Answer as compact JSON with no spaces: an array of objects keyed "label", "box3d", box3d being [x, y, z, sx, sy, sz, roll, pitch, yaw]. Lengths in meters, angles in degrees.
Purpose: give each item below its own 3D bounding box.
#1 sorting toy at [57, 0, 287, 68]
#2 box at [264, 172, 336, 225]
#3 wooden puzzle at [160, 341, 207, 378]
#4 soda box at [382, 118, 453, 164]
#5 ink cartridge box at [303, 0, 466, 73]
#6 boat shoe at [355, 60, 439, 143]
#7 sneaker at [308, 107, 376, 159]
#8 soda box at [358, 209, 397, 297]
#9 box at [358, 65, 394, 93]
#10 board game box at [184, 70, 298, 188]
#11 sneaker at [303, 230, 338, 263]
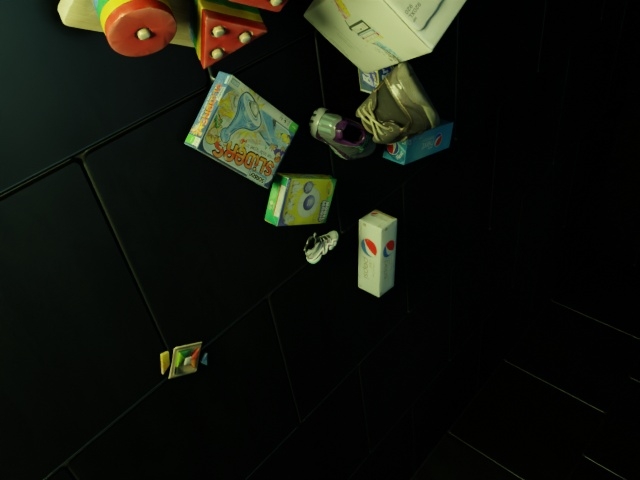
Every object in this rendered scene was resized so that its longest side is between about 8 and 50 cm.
[{"label":"sorting toy","box3d":[-0.155,-0.324,0.744,0.257,0.090,0.255,-9,160,-47]},{"label":"box","box3d":[-0.032,-0.086,1.223,0.179,0.043,0.105,-8,118,-51]},{"label":"wooden puzzle","box3d":[-0.266,0.238,1.150,0.116,0.014,0.079,-13,121,-48]},{"label":"soda box","box3d":[0.245,-0.252,1.450,0.210,0.067,0.071,-24,130,-42]},{"label":"ink cartridge box","box3d":[0.117,-0.421,0.996,0.168,0.232,0.171,37,80,-23]},{"label":"boat shoe","box3d":[0.148,-0.245,1.155,0.130,0.132,0.355,-31,175,8]},{"label":"sneaker","box3d":[0.071,-0.209,1.228,0.223,0.098,0.083,9,104,-53]},{"label":"soda box","box3d":[0.146,0.034,1.496,0.069,0.073,0.216,-32,134,-36]},{"label":"box","box3d":[0.111,-0.388,1.201,0.054,0.059,0.169,-39,138,-27]},{"label":"board game box","box3d":[-0.133,-0.189,1.034,0.201,0.035,0.136,25,91,-55]},{"label":"sneaker","box3d":[0.000,0.000,1.320,0.098,0.038,0.069,-49,143,-21]}]
